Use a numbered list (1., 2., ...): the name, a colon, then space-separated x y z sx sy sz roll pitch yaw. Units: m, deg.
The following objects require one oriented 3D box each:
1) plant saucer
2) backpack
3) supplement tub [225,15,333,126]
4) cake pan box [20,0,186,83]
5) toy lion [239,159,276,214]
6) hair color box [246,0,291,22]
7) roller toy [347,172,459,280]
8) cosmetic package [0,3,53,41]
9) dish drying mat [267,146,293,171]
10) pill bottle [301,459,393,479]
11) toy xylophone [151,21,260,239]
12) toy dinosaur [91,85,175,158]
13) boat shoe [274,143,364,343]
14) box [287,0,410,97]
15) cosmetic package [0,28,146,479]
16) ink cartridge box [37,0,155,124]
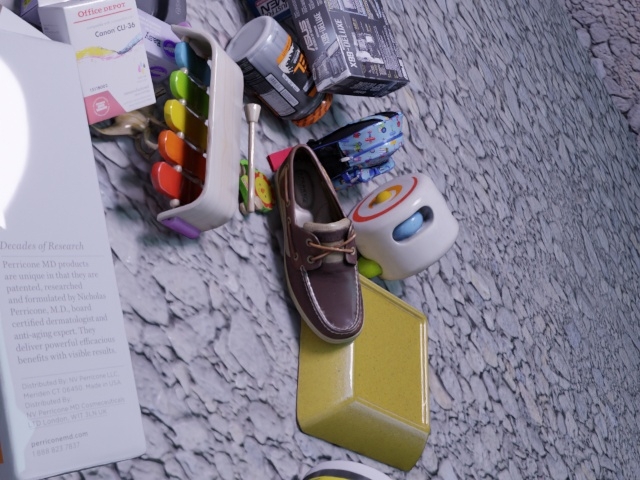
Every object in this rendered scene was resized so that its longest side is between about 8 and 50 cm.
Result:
1. plant saucer: 0.098 0.212 1.604 0.333 0.081 0.332 32 50 -42
2. backpack: 0.085 -0.174 1.692 0.158 0.173 0.116 -30 98 -56
3. supplement tub: -0.070 -0.295 1.590 0.190 0.117 0.117 41 44 -35
4. cake pan box: -0.318 -0.392 1.344 0.267 0.070 0.245 22 59 -48
5. toy lion: -0.112 -0.092 1.511 0.100 0.034 0.096 63 28 -10
6. hair color box: -0.117 -0.589 1.682 0.347 0.105 0.174 61 36 -13
7. roller toy: 0.152 -0.034 1.698 0.146 0.191 0.209 56 37 -19
8. cosmetic package: -0.437 -0.241 1.090 0.231 0.086 0.117 35 47 -42
9. dish drying mat: -0.067 -0.147 1.616 0.083 0.008 0.032 -28 97 -56
10. pill bottle: -0.001 0.483 1.237 0.188 0.188 0.334 57 37 -18
11. toy xylophone: -0.168 -0.155 1.364 0.236 0.081 0.322 53 38 -64
12. toy dinosaur: -0.274 -0.166 1.321 0.092 0.053 0.183 47 36 -7
13. boat shoe: 0.000 0.000 1.496 0.123 0.123 0.341 -8 73 -12
14. box: 0.037 -0.419 1.641 0.242 0.077 0.307 -12 83 -59
15. cosmetic package: -0.351 0.030 0.946 0.161 0.230 0.453 2 71 -53
16. ink cartridge box: -0.306 -0.270 1.217 0.115 0.067 0.198 -29 120 -39
